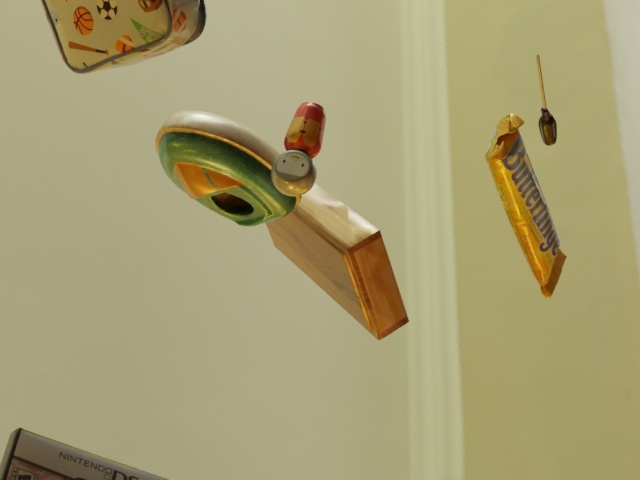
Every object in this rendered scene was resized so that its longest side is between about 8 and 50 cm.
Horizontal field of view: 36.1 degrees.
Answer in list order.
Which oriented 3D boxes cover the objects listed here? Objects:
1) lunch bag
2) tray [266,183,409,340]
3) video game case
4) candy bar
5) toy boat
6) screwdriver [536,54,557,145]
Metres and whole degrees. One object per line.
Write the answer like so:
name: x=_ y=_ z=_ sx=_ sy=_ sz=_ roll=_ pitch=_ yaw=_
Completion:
lunch bag: x=-0.300 y=-0.392 z=1.352 sx=0.115 sy=0.243 sz=0.304 roll=-30 pitch=-74 yaw=-55
tray: x=0.000 y=0.000 z=1.801 sx=0.076 sy=0.411 sz=0.203 roll=-31 pitch=-55 yaw=-15
video game case: x=-0.308 y=0.403 z=1.234 sx=0.248 sy=0.035 sz=0.275 roll=27 pitch=-127 yaw=-26
candy bar: x=0.138 y=-0.021 z=0.650 sx=0.040 sy=0.018 sz=0.161 roll=-60 pitch=-38 yaw=-24
toy boat: x=-0.115 y=-0.111 z=1.535 sx=0.267 sy=0.318 sz=0.148 roll=33 pitch=-121 yaw=-33
screwdriver: x=0.289 y=-0.181 z=1.285 sx=0.024 sy=0.025 sz=0.170 roll=61 pitch=-177 yaw=39
